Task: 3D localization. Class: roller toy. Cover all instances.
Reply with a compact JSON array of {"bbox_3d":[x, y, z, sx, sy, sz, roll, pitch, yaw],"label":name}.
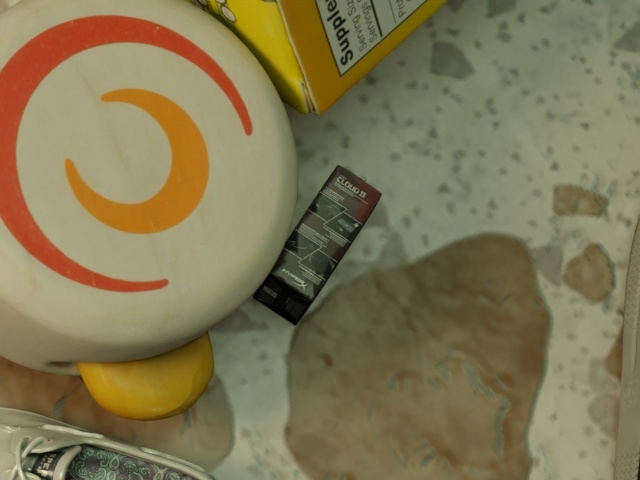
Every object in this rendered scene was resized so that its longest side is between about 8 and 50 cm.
[{"bbox_3d":[-0.117,-0.026,1.018,0.209,0.146,0.191,33,68,-10],"label":"roller toy"}]

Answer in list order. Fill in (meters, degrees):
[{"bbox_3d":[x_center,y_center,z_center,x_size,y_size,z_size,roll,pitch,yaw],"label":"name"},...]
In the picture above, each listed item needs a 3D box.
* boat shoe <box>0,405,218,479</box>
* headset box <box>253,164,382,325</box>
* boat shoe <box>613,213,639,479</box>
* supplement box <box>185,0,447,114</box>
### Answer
[{"bbox_3d":[-0.139,0.126,1.013,0.184,0.063,0.066,19,72,-4],"label":"boat shoe"},{"bbox_3d":[0.000,0.000,1.073,0.032,0.062,0.083,35,71,1],"label":"headset box"},{"bbox_3d":[0.242,0.061,1.081,0.119,0.121,0.335,12,83,-14],"label":"boat shoe"},{"bbox_3d":[0.033,-0.277,1.052,0.356,0.194,0.195,-43,53,-19],"label":"supplement box"}]
